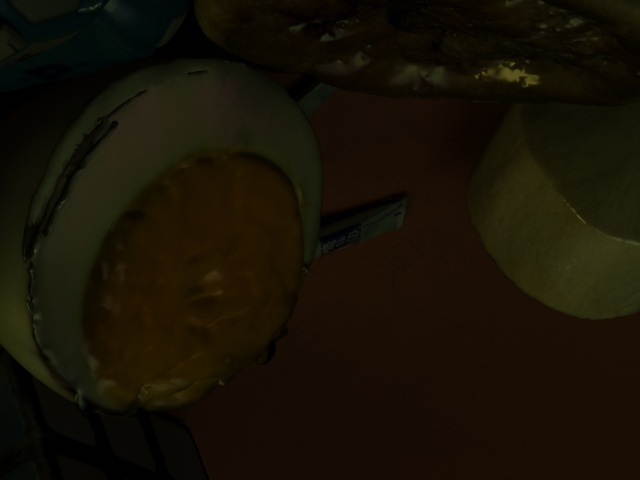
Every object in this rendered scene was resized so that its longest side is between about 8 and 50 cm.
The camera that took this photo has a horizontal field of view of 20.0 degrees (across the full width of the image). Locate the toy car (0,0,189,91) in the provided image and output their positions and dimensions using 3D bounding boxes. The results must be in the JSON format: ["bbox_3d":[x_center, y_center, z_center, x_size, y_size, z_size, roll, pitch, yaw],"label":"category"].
[{"bbox_3d":[-0.195,-0.161,1.017,0.198,0.166,0.314,-10,154,22],"label":"toy car"}]

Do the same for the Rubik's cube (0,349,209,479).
[{"bbox_3d":[-0.260,0.322,1.605,0.305,0.301,0.304,-33,148,17],"label":"Rubik's cube"}]

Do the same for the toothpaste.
[{"bbox_3d":[0.000,0.000,1.551,0.170,0.028,0.045,-19,145,-21],"label":"toothpaste"}]

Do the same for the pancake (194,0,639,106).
[{"bbox_3d":[0.086,-0.145,1.207,0.356,0.065,0.356,6,172,1],"label":"pancake"}]

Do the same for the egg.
[{"bbox_3d":[-0.137,-0.018,1.301,0.286,0.174,0.264,0,109,-45],"label":"egg"}]

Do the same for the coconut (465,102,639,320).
[{"bbox_3d":[0.233,-0.053,1.475,0.202,0.202,0.222,-6,150,-27],"label":"coconut"}]

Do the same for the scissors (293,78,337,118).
[{"bbox_3d":[-0.066,-0.061,1.426,0.360,0.029,0.191,-44,149,22],"label":"scissors"}]
